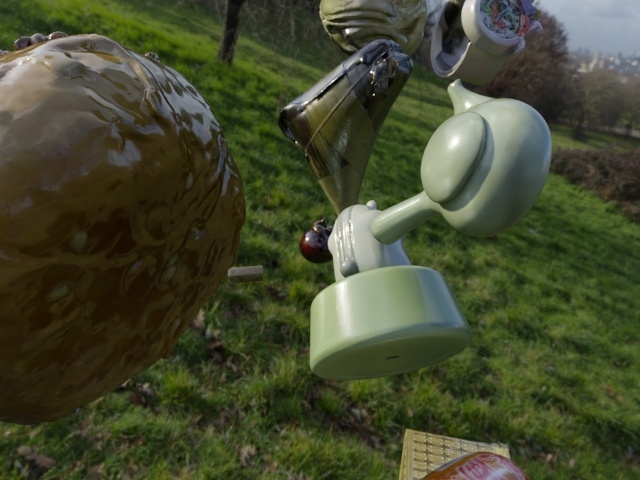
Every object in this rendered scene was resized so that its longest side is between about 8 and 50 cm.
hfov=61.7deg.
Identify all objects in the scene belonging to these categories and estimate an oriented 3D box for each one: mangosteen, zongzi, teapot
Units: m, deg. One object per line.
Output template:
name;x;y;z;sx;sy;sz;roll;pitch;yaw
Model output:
mangosteen;0.000;0.000;1.593;0.140;0.140;0.140;7;22;-3
zongzi;0.096;-0.212;1.105;0.289;0.317;0.154;-28;-5;36
teapot;0.210;-0.075;0.830;0.149;0.318;0.220;17;29;-17

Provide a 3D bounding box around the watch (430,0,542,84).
watch;0.375;-0.495;1.247;0.196;0.244;0.231;4;-10;-16

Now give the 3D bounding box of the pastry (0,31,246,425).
pastry;-0.197;-0.014;0.412;0.184;0.284;0.316;30;-9;15

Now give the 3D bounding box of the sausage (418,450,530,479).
sausage;0.061;0.185;0.317;0.234;0.071;0.071;-10;28;-40

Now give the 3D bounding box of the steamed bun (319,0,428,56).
steamed bun;0.123;-0.567;1.370;0.320;0.206;0.275;22;-3;-17

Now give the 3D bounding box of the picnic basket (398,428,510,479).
picnic basket;0.192;0.459;0.749;0.175;0.228;0.313;6;22;8

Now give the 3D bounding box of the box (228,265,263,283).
box;-0.180;0.083;1.296;0.083;0.053;0.024;-2;67;-6

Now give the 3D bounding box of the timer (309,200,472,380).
timer;0.103;0.075;1.013;0.290;0.291;0.315;0;61;-19
